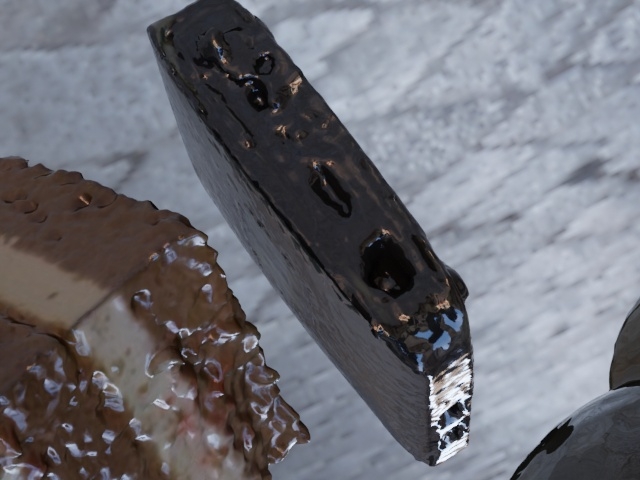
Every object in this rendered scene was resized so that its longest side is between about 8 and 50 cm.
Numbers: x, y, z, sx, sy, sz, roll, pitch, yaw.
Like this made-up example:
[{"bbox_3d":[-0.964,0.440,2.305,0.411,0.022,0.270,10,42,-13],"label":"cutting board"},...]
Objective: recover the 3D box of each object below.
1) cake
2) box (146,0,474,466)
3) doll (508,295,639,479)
[{"bbox_3d":[-0.204,0.121,1.154,0.290,0.282,0.255,-50,134,-24],"label":"cake"},{"bbox_3d":[0.000,0.000,1.339,0.091,0.359,0.350,-34,161,-8],"label":"box"},{"bbox_3d":[0.125,0.230,0.597,0.379,0.382,0.252,-31,-159,-22],"label":"doll"}]
